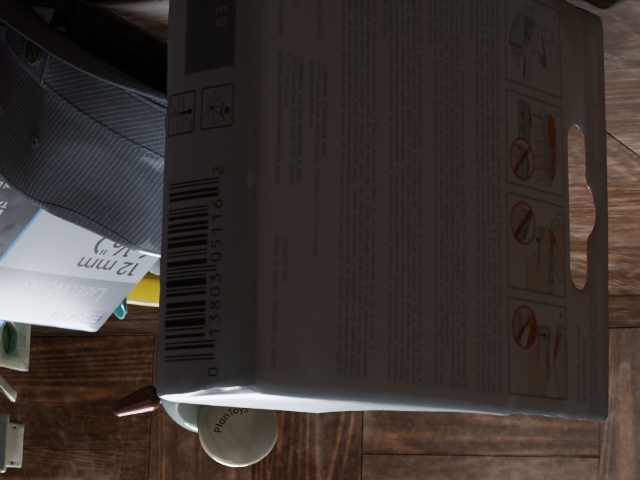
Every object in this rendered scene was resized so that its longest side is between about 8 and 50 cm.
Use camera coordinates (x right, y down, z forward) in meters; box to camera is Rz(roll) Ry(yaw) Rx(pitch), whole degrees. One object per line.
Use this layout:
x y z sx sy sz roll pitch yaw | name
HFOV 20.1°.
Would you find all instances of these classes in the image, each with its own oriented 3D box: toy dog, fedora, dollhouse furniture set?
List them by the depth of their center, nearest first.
-0.137 -0.072 1.261 0.275 0.124 0.243 34 -168 31 | fedora
-0.393 0.146 1.782 0.182 0.161 0.101 -1 170 17 | dollhouse furniture set
-0.136 0.065 1.836 0.161 0.334 0.220 -4 178 -13 | toy dog

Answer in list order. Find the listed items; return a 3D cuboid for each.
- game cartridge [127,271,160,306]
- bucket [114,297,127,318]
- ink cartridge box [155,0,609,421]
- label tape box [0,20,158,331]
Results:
-0.213 0.017 2.167 0.323 0.053 0.285 6 -166 -29 | game cartridge
-0.321 -0.019 1.830 0.281 0.183 0.281 1 172 0 | bucket
0.057 -0.039 1.191 0.091 0.308 0.385 -7 168 39 | ink cartridge box
-0.265 -0.009 1.524 0.249 0.115 0.348 11 128 -47 | label tape box
